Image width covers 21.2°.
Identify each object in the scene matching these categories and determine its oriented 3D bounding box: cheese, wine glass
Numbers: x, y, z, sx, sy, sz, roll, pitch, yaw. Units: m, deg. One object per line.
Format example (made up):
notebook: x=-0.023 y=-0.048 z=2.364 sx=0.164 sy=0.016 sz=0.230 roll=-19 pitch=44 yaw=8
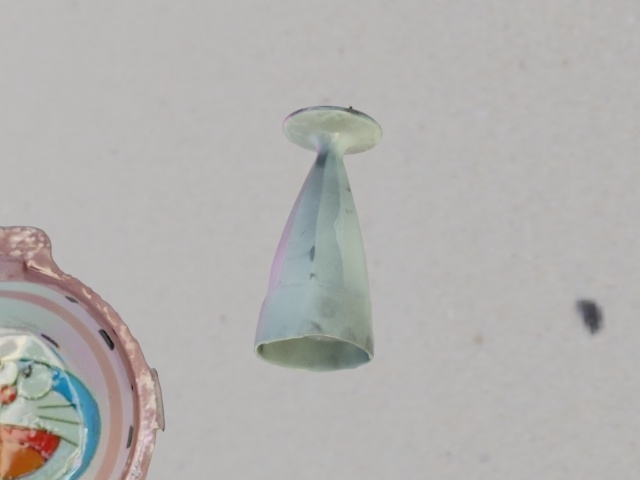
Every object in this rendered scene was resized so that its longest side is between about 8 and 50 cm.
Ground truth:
cheese: x=-0.174 y=0.135 z=0.907 sx=0.074 sy=0.188 sz=0.286 roll=-179 pitch=89 yaw=-74
wine glass: x=0.000 y=0.000 z=1.049 sx=0.073 sy=0.073 sz=0.155 roll=-34 pitch=47 yaw=53
